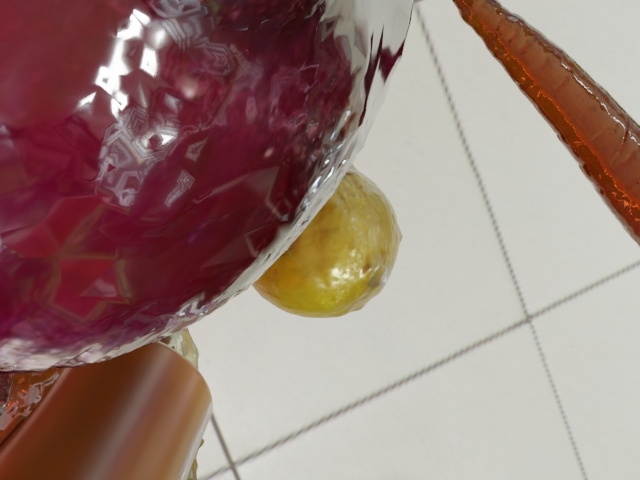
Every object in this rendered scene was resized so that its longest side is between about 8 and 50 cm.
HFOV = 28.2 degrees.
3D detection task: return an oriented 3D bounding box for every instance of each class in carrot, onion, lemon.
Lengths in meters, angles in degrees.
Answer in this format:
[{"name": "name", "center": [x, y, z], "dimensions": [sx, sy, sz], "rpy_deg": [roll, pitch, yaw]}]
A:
[{"name": "carrot", "center": [0.206, -0.072, 0.931], "dimensions": [0.336, 0.069, 0.069], "rpy_deg": [44, 84, -12]}, {"name": "onion", "center": [-0.084, -0.114, 0.436], "dimensions": [0.348, 0.385, 0.347], "rpy_deg": [-3, 94, -42]}, {"name": "lemon", "center": [0.000, 0.000, 1.856], "dimensions": [0.288, 0.234, 0.233], "rpy_deg": [-1, 101, -61]}]

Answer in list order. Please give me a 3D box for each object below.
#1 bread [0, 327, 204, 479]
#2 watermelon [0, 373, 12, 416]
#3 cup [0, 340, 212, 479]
[{"name": "bread", "center": [-0.307, 0.249, 1.454], "dimensions": [0.394, 0.361, 0.250], "rpy_deg": [-21, 143, 20]}, {"name": "watermelon", "center": [-0.409, 0.154, 1.236], "dimensions": [0.257, 0.140, 0.192], "rpy_deg": [-12, 72, -3]}, {"name": "cup", "center": [-0.212, 0.208, 1.038], "dimensions": [0.182, 0.226, 0.264], "rpy_deg": [66, 32, -33]}]
